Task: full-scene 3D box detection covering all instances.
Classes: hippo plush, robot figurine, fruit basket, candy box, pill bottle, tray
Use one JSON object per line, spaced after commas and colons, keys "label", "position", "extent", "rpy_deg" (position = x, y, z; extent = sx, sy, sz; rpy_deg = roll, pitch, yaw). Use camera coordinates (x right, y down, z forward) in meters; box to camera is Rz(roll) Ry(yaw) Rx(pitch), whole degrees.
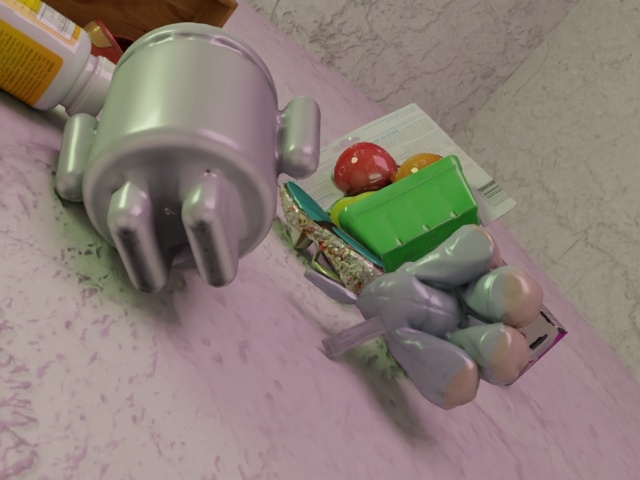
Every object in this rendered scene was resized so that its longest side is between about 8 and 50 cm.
{"label": "hippo plush", "position": [0.165, 0.142, 1.031], "extent": [0.236, 0.294, 0.234], "rpy_deg": [65, 8, -62]}
{"label": "robot figurine", "position": [-0.148, -0.108, 0.815], "extent": [0.300, 0.200, 0.353], "rpy_deg": [-2, 46, 0]}
{"label": "fruit basket", "position": [0.120, -0.086, 1.320], "extent": [0.353, 0.327, 0.165], "rpy_deg": [54, -12, 46]}
{"label": "candy box", "position": [0.346, 0.145, 1.432], "extent": [0.071, 0.159, 0.233], "rpy_deg": [20, 28, -48]}
{"label": "pill bottle", "position": [-0.356, -0.232, 0.881], "extent": [0.208, 0.117, 0.117], "rpy_deg": [31, 20, -30]}
{"label": "tray", "position": [-0.328, -0.390, 1.178], "extent": [0.076, 0.203, 0.411], "rpy_deg": [48, 18, 23]}

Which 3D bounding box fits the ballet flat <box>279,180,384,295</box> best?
{"label": "ballet flat", "position": [0.000, 0.000, 1.160], "extent": [0.241, 0.077, 0.091], "rpy_deg": [44, 15, 27]}

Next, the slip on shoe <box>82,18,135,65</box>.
{"label": "slip on shoe", "position": [-0.267, -0.260, 1.173], "extent": [0.123, 0.101, 0.331], "rpy_deg": [49, 17, 27]}
